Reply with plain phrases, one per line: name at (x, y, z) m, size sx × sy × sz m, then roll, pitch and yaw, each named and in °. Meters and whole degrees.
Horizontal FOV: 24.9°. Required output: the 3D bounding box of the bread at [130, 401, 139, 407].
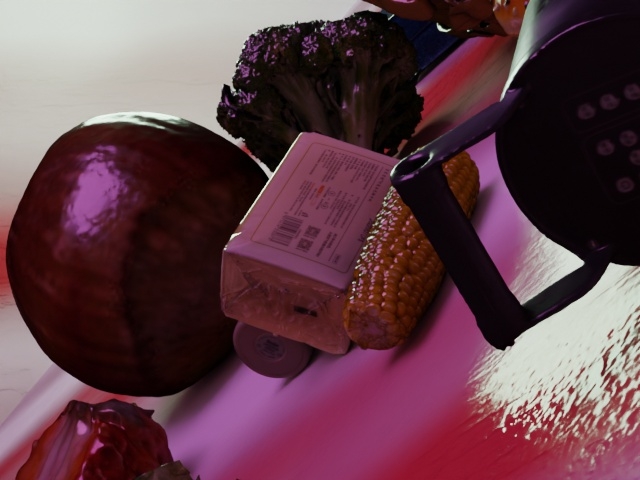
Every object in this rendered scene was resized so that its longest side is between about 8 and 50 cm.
bread at (-0.321, 0.302, 2.262) m, size 0.094 × 0.035 × 0.090 m, roll -30°, pitch 22°, yaw 56°

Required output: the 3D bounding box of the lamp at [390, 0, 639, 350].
lamp at (0.239, -0.117, 1.128) m, size 0.374 × 0.205 × 0.272 m, roll -30°, pitch 20°, yaw 8°

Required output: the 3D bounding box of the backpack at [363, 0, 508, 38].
backpack at (0.174, -0.380, 1.951) m, size 0.378 × 0.353 × 0.201 m, roll 28°, pitch 106°, yaw 54°

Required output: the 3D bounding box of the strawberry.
strawberry at (-0.301, 0.358, 1.795) m, size 0.265 × 0.149 × 0.336 m, roll -17°, pitch 43°, yaw 56°

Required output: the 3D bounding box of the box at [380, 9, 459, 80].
box at (0.220, -0.425, 2.403) m, size 0.261 × 0.116 × 0.279 m, roll -41°, pitch 15°, yaw 38°

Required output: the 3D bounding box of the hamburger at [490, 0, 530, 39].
hamburger at (0.318, -0.342, 1.646) m, size 0.300 × 0.176 × 0.300 m, roll -46°, pitch 14°, yaw 15°

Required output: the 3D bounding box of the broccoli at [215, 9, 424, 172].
broccoli at (0.019, -0.172, 2.042) m, size 0.303 × 0.321 × 0.283 m, roll -28°, pitch 55°, yaw 19°

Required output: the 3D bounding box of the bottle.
bottle at (-0.030, 0.069, 1.794) m, size 0.110 × 0.097 × 0.209 m, roll -32°, pitch 19°, yaw 31°

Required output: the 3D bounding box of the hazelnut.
hazelnut at (-0.264, 0.017, 2.105) m, size 0.421 × 0.421 × 0.352 m, roll -43°, pitch -19°, yaw 26°

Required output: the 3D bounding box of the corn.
corn at (0.101, -0.008, 1.555) m, size 0.101 × 0.101 × 0.310 m, roll -39°, pitch 14°, yaw 40°

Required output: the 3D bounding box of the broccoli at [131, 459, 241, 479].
broccoli at (-0.130, 0.285, 1.416) m, size 0.145 × 0.138 × 0.162 m, roll -30°, pitch -11°, yaw 39°

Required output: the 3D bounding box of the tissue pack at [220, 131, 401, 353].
tissue pack at (0.000, 0.000, 1.689) m, size 0.125 × 0.159 × 0.234 m, roll 93°, pitch -161°, yaw -44°
